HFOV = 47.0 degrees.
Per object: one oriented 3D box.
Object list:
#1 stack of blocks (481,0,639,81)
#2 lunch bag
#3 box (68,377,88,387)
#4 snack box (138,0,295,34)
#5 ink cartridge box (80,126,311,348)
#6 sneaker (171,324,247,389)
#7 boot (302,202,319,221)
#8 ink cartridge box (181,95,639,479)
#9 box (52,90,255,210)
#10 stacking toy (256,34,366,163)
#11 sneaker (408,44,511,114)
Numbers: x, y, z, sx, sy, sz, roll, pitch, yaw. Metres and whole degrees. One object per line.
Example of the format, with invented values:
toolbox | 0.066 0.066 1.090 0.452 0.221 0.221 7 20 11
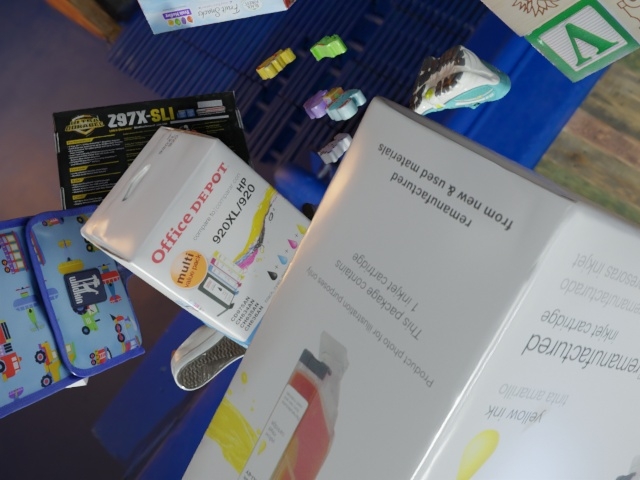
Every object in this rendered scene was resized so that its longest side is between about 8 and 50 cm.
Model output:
stack of blocks | 0.202 -0.182 0.293 0.171 0.087 0.297 34 146 -24
lunch bag | -0.365 0.086 0.948 0.293 0.138 0.221 -21 -90 -50
box | -0.558 0.186 1.526 0.181 0.119 0.182 79 -177 -45
snack box | -0.078 -0.311 0.807 0.175 0.207 0.070 0 131 29
ink cartridge box | -0.131 0.002 0.900 0.233 0.171 0.168 41 166 -35
sneaker | -0.190 0.188 1.545 0.123 0.290 0.106 43 160 60
boot | 0.000 0.000 1.078 0.087 0.042 0.118 47 -146 -63
ink cartridge box | 0.084 0.145 0.487 0.279 0.384 0.160 16 -163 -41
box | -0.279 -0.121 1.260 0.079 0.322 0.257 100 156 -57
stacking toy | 0.013 -0.176 0.960 0.167 0.052 0.221 52 166 -22
sneaker | 0.227 -0.255 1.263 0.110 0.107 0.275 16 -178 -15
